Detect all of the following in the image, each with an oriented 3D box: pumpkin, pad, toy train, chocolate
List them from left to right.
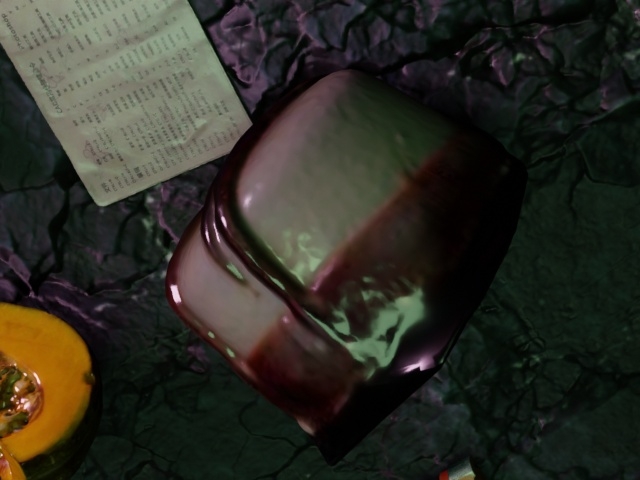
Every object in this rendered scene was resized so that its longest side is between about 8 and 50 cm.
[{"bbox_3d":[-0.282,0.111,1.049,0.248,0.126,0.131,39,152,18],"label":"pumpkin"},{"bbox_3d":[-0.177,-0.163,0.970,0.159,0.009,0.265,-23,112,14],"label":"pad"},{"bbox_3d":[0.000,0.000,0.896,0.186,0.283,0.283,31,114,-9],"label":"chocolate"},{"bbox_3d":[0.114,0.250,1.128,0.103,0.044,0.064,-30,107,15],"label":"toy train"}]
